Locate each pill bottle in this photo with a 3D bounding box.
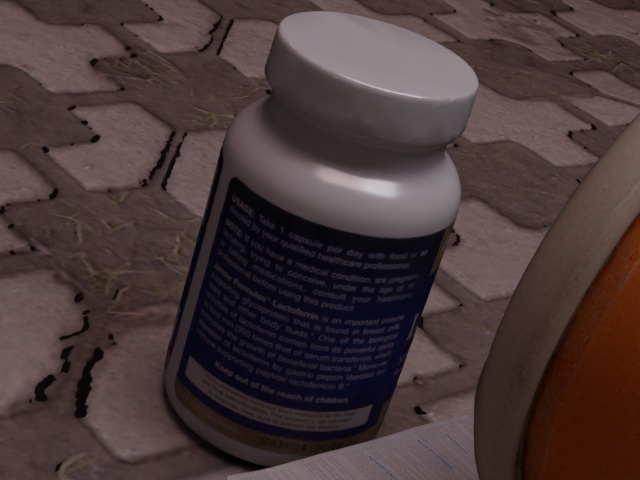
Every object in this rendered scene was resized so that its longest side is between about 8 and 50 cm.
[{"bbox_3d":[0.000,0.000,0.876,0.153,0.265,0.153,13,28,-7],"label":"pill bottle"}]

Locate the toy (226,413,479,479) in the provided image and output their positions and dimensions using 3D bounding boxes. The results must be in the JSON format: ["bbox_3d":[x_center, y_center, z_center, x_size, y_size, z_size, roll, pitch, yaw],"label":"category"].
[{"bbox_3d":[0.059,0.176,0.803,0.137,0.056,0.237,43,25,30],"label":"toy"}]

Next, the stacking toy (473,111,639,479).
[{"bbox_3d":[0.343,0.130,0.668,0.350,0.350,0.480,-12,41,-44],"label":"stacking toy"}]
